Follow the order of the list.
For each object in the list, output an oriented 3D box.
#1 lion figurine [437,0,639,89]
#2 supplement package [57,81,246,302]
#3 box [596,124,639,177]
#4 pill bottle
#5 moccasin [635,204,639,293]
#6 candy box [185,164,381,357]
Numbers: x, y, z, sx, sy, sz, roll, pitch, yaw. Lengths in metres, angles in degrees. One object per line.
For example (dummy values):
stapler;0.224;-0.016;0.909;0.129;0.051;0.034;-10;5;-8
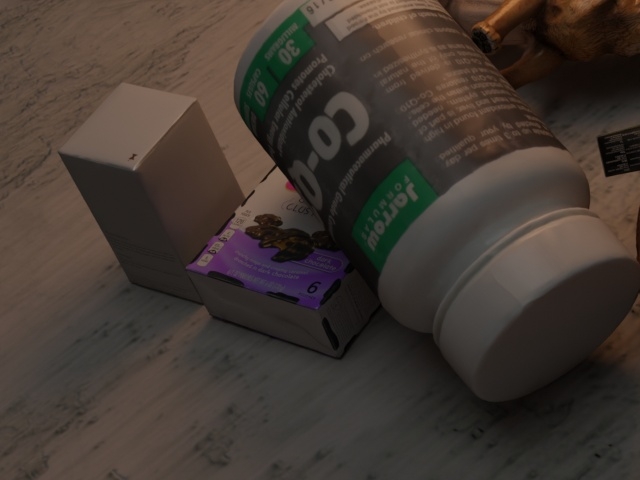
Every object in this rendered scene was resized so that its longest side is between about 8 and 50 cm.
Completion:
lion figurine;0.185;-0.230;1.930;0.240;0.142;0.392;-39;37;-28
supplement package;-0.151;-0.046;1.859;0.105;0.179;0.105;16;54;38
box;0.362;-0.100;1.648;0.184;0.045;0.191;-16;2;-28
pill bottle;0.098;-0.052;1.654;0.204;0.204;0.361;-32;61;-9
moccasin;0.352;0.073;1.506;0.139;0.147;0.380;3;23;-30
candy box;0.000;0.000;1.816;0.165;0.070;0.196;15;54;37
